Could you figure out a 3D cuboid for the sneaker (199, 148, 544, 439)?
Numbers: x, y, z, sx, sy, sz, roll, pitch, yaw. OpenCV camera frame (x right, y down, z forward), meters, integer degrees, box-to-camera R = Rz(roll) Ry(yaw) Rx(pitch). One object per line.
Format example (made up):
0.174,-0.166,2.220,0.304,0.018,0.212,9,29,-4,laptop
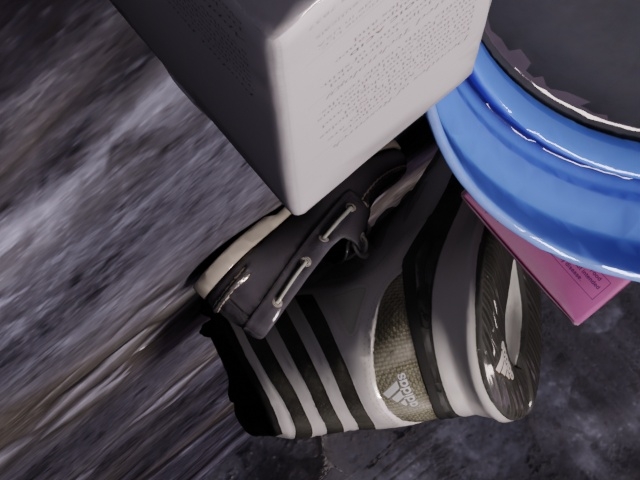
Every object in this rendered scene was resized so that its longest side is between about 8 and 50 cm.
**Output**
0.042,0.009,1.536,0.257,0.169,0.447,-11,-159,17,sneaker

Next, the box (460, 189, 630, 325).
0.246,-0.089,1.287,0.243,0.117,0.213,-47,171,36,box

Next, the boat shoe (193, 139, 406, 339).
0.000,0.000,1.401,0.206,0.065,0.075,-37,170,-37,boat shoe

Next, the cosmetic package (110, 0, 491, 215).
-0.015,-0.091,0.548,0.085,0.117,0.231,-40,174,-4,cosmetic package

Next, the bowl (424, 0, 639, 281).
0.219,-0.136,0.816,0.391,0.077,0.391,-8,138,-8,bowl
